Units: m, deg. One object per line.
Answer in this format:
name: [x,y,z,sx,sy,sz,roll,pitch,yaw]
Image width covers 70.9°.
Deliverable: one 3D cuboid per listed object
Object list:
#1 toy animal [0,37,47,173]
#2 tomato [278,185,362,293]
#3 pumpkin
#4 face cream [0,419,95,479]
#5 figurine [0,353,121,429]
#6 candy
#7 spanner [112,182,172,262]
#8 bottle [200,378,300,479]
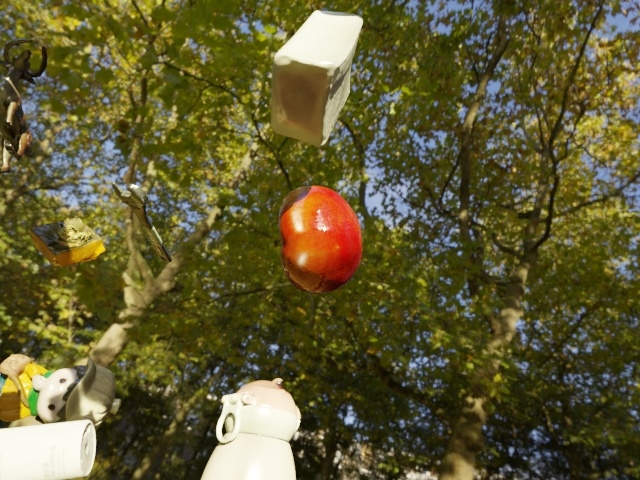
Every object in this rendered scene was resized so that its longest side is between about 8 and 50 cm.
toy animal: [-0.640,-0.280,0.929,0.087,0.260,0.244,8,-61,-22]
tomato: [0.000,0.000,1.221,0.226,0.299,0.299,0,-40,-3]
pumpkin: [-0.380,0.000,0.676,0.083,0.074,0.054,34,-55,26]
face cream: [-0.575,0.372,0.754,0.345,0.102,0.102,-4,-38,-12]
figurine: [-0.699,0.400,1.174,0.332,0.185,0.204,2,-28,10]
candy: [-0.005,-0.403,1.084,0.145,0.359,0.208,16,-46,4]
spanner: [-0.429,-0.035,1.110,0.087,0.024,0.316,17,-32,11]
bottle: [-0.102,0.332,0.693,0.147,0.237,0.147,6,-31,4]
